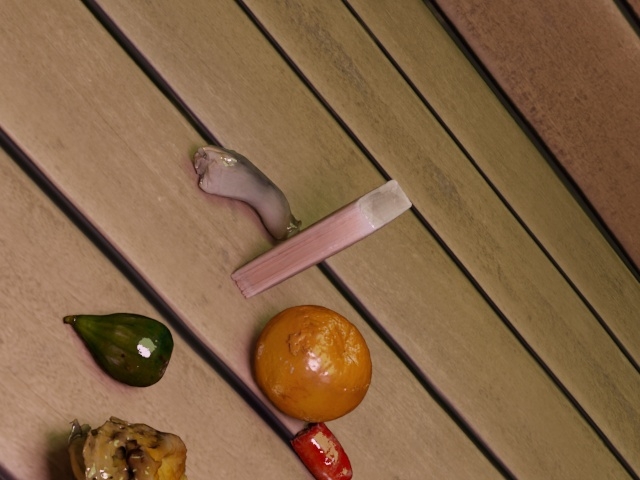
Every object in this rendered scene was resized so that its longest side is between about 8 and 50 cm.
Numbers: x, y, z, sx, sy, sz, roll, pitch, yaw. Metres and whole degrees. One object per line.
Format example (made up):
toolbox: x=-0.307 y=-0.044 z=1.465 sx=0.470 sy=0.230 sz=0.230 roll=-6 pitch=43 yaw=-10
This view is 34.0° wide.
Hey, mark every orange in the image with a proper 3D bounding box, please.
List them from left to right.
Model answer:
orange: x=-0.014 y=0.221 z=1.885 sx=0.219 sy=0.193 sz=0.219 roll=52 pitch=23 yaw=-32

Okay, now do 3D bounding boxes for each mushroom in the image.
mushroom: x=-0.139 y=-0.096 z=2.052 sx=0.278 sy=0.099 sz=0.096 roll=38 pitch=45 yaw=-34

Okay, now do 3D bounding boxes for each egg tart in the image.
egg tart: x=-0.239 y=0.346 z=1.463 sx=0.297 sy=0.132 sz=0.297 roll=54 pitch=4 yaw=-5

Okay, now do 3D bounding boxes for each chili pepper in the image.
chili pepper: x=0.008 y=0.390 z=1.898 sx=0.123 sy=0.070 sz=0.073 roll=55 pitch=17 yaw=-3

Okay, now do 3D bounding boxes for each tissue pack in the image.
tissue pack: x=0.000 y=0.000 z=1.948 sx=0.071 sy=0.325 sz=0.170 roll=59 pitch=33 yaw=-2

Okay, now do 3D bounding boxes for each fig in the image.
fig: x=-0.314 y=0.155 z=1.635 sx=0.177 sy=0.117 sz=0.117 roll=33 pitch=41 yaw=-18
